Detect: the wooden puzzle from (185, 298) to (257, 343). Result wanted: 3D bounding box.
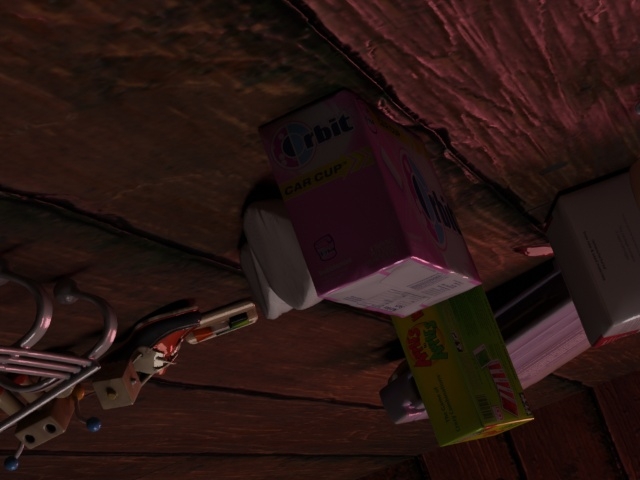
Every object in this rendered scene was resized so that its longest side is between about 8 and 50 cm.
[{"bbox_3d":[-0.086,0.072,1.391,0.116,0.014,0.078,-21,167,3],"label":"wooden puzzle"}]

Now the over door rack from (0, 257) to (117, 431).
[{"bbox_3d":[-0.302,0.124,1.004,0.324,0.108,0.239,-43,164,6],"label":"over door rack"}]

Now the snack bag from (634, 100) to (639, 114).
[{"bbox_3d":[0.429,-0.179,1.095,0.323,0.037,0.342,-13,166,-31],"label":"snack bag"}]

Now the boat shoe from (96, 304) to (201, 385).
[{"bbox_3d":[-0.140,0.093,1.328,0.049,0.043,0.137,-4,158,-45],"label":"boat shoe"}]

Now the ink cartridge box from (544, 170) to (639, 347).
[{"bbox_3d":[0.311,0.002,1.443,0.176,0.127,0.128,-19,166,-3],"label":"ink cartridge box"}]

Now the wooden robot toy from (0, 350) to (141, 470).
[{"bbox_3d":[-0.223,0.122,1.328,0.173,0.076,0.079,-26,-159,25],"label":"wooden robot toy"}]

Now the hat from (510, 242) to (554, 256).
[{"bbox_3d":[0.341,-0.034,1.582,0.173,0.183,0.208,-26,-151,52],"label":"hat"}]

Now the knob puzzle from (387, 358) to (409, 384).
[{"bbox_3d":[0.156,0.134,1.947,0.213,0.030,0.213,-23,161,-8],"label":"knob puzzle"}]

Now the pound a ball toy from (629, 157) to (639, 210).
[{"bbox_3d":[0.384,-0.068,1.094,0.208,0.135,0.319,-16,166,-24],"label":"pound a ball toy"}]

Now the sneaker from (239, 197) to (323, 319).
[{"bbox_3d":[0.000,0.000,1.115,0.094,0.080,0.212,-24,177,-11],"label":"sneaker"}]

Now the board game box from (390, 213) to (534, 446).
[{"bbox_3d":[0.101,0.068,1.278,0.043,0.181,0.092,-27,165,29],"label":"board game box"}]

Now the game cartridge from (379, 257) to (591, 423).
[{"bbox_3d":[0.257,0.097,1.841,0.355,0.068,0.230,-39,161,35],"label":"game cartridge"}]

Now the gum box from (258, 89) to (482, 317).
[{"bbox_3d":[0.037,-0.017,1.001,0.062,0.107,0.188,-24,167,15],"label":"gum box"}]
